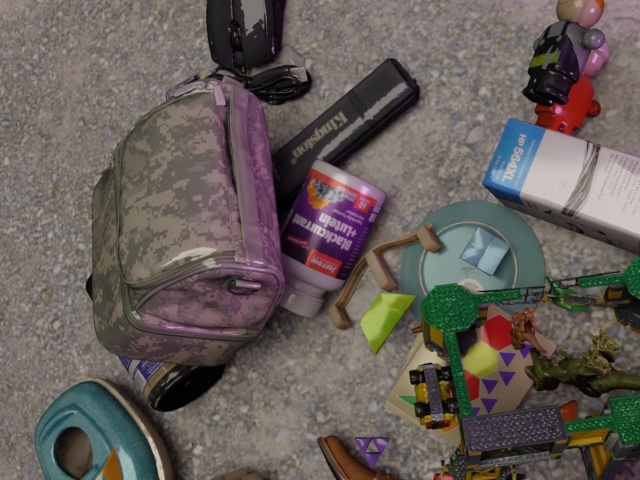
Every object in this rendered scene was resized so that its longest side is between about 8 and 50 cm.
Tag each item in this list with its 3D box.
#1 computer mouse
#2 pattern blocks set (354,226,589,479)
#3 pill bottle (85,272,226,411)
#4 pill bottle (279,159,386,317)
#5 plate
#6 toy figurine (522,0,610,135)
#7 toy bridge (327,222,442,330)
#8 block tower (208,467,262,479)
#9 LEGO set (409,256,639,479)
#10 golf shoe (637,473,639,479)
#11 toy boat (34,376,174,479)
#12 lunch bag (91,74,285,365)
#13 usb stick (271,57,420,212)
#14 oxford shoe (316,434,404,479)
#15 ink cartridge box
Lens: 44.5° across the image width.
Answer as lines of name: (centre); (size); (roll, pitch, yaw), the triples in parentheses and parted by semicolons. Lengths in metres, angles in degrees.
computer mouse: (-0.108, -0.336, 1.157); (0.188, 0.072, 0.272); (-3, 81, 25)
pattern blocks set: (0.177, 0.163, 0.952); (0.285, 0.026, 0.325); (41, 93, 9)
pill bottle: (-0.243, 0.127, 1.125); (0.123, 0.123, 0.219); (-45, 68, 12)
pill bottle: (0.000, 0.000, 1.041); (0.108, 0.108, 0.193); (28, 95, 25)
plate: (0.189, 0.039, 0.997); (0.188, 0.024, 0.188); (-4, 81, 23)
toy figurine: (0.339, -0.180, 0.859); (0.213, 0.209, 0.148); (22, 86, 25)
toy bridge: (0.079, 0.039, 1.034); (0.188, 0.026, 0.063); (-43, 47, 22)
block tower: (-0.074, 0.462, 0.992); (0.091, 0.097, 0.335); (-49, 61, 42)
LEGO set: (0.260, 0.169, 0.862); (0.331, 0.192, 0.255); (-14, 54, -2)
golf shoe: (0.308, 0.250, 0.689); (0.306, 0.115, 0.140); (-16, 34, 17)
toy boat: (-0.360, 0.374, 1.129); (0.318, 0.148, 0.267); (-48, 67, 11)
lunch bag: (-0.155, -0.025, 0.994); (0.256, 0.213, 0.305); (-41, 47, 41)
usb stick: (0.016, -0.143, 1.088); (0.278, 0.045, 0.077); (-38, 70, 15)
oxford shoe: (0.078, 0.322, 0.993); (0.076, 0.076, 0.212); (-40, 70, -12)
ink cartridge box: (0.305, -0.054, 0.888); (0.203, 0.148, 0.086); (24, 91, 26)
